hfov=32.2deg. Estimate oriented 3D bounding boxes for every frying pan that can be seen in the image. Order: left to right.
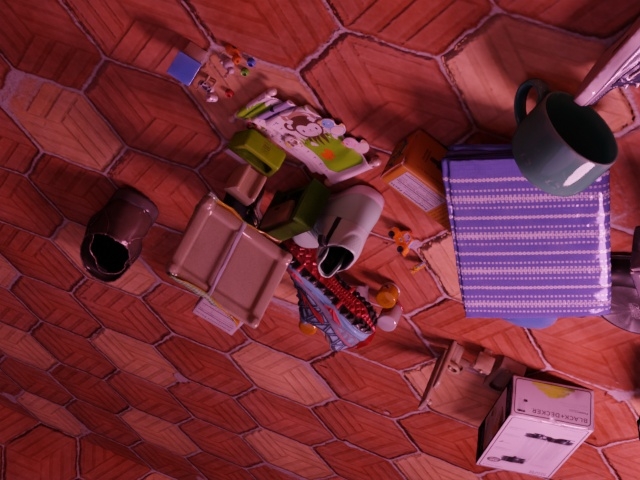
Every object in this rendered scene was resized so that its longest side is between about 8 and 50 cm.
[{"bbox_3d":[0.579,0.120,1.805,0.326,0.053,0.197,23,150,14],"label":"frying pan"}]

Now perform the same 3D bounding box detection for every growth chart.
[{"bbox_3d":[-0.025,-0.173,1.854,0.237,0.021,0.172,34,150,-15],"label":"growth chart"}]

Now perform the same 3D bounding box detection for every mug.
[{"bbox_3d":[0.326,-0.135,1.528,0.129,0.158,0.097,19,135,-24],"label":"mug"}]

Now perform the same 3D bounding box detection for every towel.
[{"bbox_3d":[0.322,-0.011,1.707,0.243,0.040,0.336,-1,130,14],"label":"towel"}]

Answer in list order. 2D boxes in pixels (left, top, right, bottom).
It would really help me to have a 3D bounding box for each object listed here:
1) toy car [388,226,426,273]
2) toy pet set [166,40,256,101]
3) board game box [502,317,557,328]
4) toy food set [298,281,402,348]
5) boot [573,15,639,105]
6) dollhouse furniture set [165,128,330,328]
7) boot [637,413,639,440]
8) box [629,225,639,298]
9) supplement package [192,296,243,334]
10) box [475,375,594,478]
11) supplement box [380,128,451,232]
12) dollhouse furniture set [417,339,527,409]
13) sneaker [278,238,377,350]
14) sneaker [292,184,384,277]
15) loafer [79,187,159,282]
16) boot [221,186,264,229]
[{"bbox_3d":[0.159,0.011,1.995,0.040,0.060,0.122,-30,151,6],"label":"toy car"},{"bbox_3d":[-0.183,-0.268,1.790,0.114,0.065,0.122,32,149,-8],"label":"toy pet set"},{"bbox_3d":[0.344,0.089,1.954,0.133,0.033,0.169,-4,133,49],"label":"board game box"},{"bbox_3d":[0.080,0.137,2.204,0.232,0.104,0.111,-27,108,34],"label":"toy food set"},{"bbox_3d":[0.402,-0.214,1.405,0.086,0.069,0.190,33,148,-3],"label":"boot"},{"bbox_3d":[-0.148,-0.009,1.897,0.197,0.302,0.151,36,156,-21],"label":"dollhouse furniture set"},{"bbox_3d":[0.765,0.309,1.853,0.445,0.146,0.367,20,151,20],"label":"boot"},{"bbox_3d":[0.664,0.116,1.642,0.318,0.097,0.395,-4,139,30],"label":"box"},{"bbox_3d":[-0.181,0.107,2.321,0.105,0.105,0.179,32,150,-8],"label":"supplement package"},{"bbox_3d":[0.429,0.382,2.241,0.169,0.087,0.290,10,149,0],"label":"box"},{"bbox_3d":[0.212,-0.072,1.766,0.233,0.078,0.080,37,150,-16],"label":"supplement box"},{"bbox_3d":[0.301,0.294,2.207,0.151,0.123,0.144,27,150,1],"label":"dollhouse furniture set"},{"bbox_3d":[-0.018,0.106,2.110,0.262,0.104,0.125,50,125,8],"label":"sneaker"},{"bbox_3d":[0.000,0.000,1.969,0.094,0.151,0.256,36,150,-18],"label":"sneaker"},{"bbox_3d":[-0.456,0.011,2.366,0.133,0.130,0.366,30,150,-5],"label":"loafer"},{"bbox_3d":[-0.174,0.000,2.077,0.085,0.179,0.236,22,149,8],"label":"boot"}]
